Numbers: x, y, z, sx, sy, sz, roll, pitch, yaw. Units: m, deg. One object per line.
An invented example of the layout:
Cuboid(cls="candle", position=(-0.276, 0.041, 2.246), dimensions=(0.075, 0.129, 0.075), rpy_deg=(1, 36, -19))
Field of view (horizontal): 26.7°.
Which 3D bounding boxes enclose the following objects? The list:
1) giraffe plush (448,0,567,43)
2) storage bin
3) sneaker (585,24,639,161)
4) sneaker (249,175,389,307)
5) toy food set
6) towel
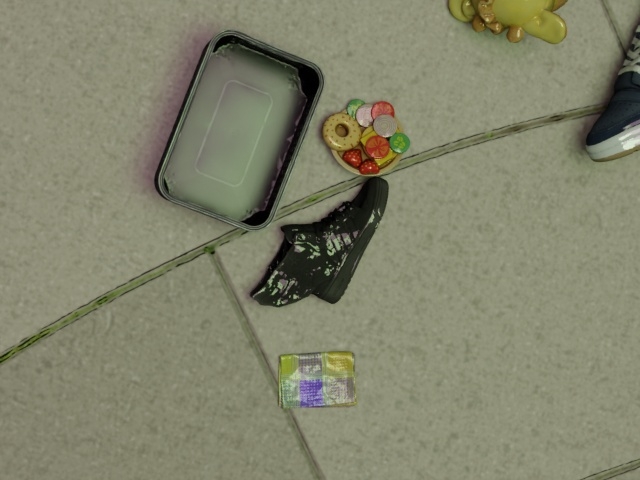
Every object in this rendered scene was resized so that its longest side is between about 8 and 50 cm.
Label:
Cuboid(cls="giraffe plush", position=(0.214, -0.293, 1.375), dimensions=(0.210, 0.181, 0.170), rpy_deg=(-8, 116, -20))
Cuboid(cls="storage bin", position=(-0.083, -0.109, 1.359), dimensions=(0.122, 0.084, 0.180), rpy_deg=(21, 88, -10))
Cuboid(cls="sneaker", position=(0.358, -0.215, 1.420), dimensions=(0.282, 0.099, 0.153), rpy_deg=(-39, 103, -13))
Cuboid(cls="sneaker", position=(-0.001, 0.000, 1.395), dimensions=(0.089, 0.051, 0.170), rpy_deg=(24, 92, -15))
Cuboid(cls="toy food set", position=(0.049, -0.108, 1.403), dimensions=(0.082, 0.020, 0.083), rpy_deg=(-34, 80, -14))
Cuboid(cls="towel", position=(-0.002, 0.147, 1.423), dimensions=(0.083, 0.009, 0.060), rpy_deg=(0, 94, -10))
